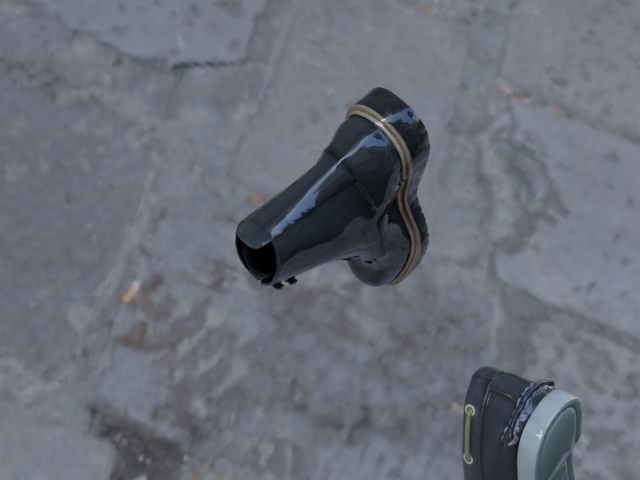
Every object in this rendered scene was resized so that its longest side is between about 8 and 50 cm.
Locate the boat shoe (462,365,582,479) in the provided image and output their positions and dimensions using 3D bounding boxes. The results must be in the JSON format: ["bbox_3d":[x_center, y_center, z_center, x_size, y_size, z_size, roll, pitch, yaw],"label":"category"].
[{"bbox_3d":[0.134,0.174,1.001,0.068,0.228,0.081,27,50,28],"label":"boat shoe"}]

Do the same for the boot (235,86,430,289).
[{"bbox_3d":[0.000,0.000,0.942,0.077,0.198,0.137,38,67,25],"label":"boot"}]
